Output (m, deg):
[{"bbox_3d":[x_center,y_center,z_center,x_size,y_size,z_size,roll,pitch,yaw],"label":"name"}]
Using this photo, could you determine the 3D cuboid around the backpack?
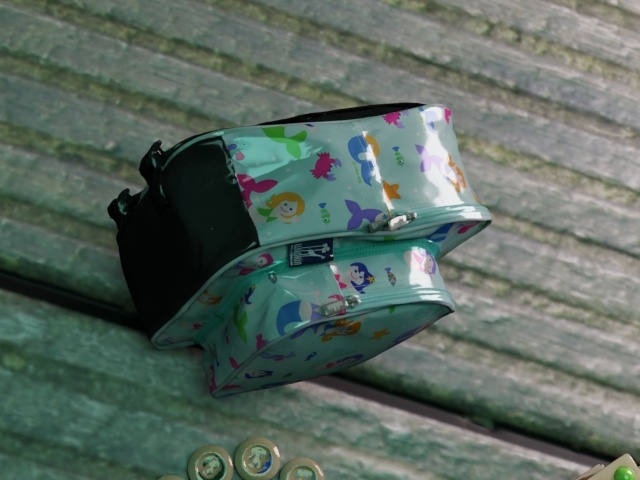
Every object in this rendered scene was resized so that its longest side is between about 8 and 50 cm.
[{"bbox_3d":[0.000,0.000,0.868,0.253,0.225,0.191,-19,78,-29],"label":"backpack"}]

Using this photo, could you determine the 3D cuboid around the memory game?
[{"bbox_3d":[-0.056,0.242,0.875,0.186,0.012,0.186,5,68,-12],"label":"memory game"}]

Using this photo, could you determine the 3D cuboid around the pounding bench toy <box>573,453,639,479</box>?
[{"bbox_3d":[0.243,0.202,0.929,0.083,0.065,0.052,-28,78,-21],"label":"pounding bench toy"}]
